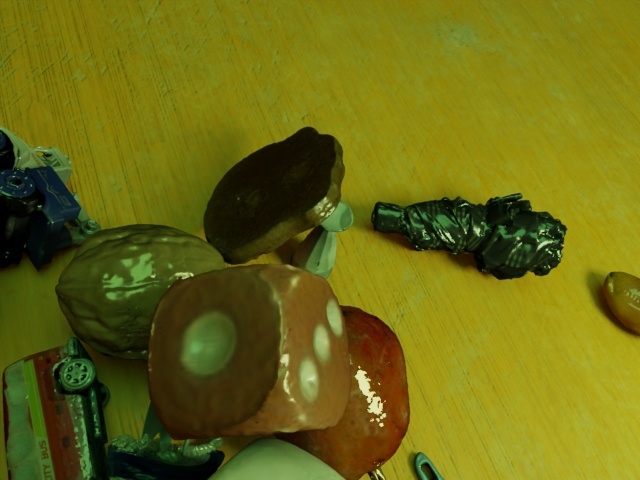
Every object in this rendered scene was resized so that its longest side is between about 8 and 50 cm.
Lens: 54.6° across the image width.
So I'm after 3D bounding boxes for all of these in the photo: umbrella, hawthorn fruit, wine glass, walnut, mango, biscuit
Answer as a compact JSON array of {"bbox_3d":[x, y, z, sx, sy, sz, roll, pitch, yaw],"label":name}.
[{"bbox_3d":[0.258,-0.005,1.106,0.336,0.154,0.128,-1,18,3],"label":"umbrella"},{"bbox_3d":[0.030,0.228,0.836,0.211,0.211,0.299,-17,75,-25],"label":"hawthorn fruit"},{"bbox_3d":[0.000,0.000,0.996,0.073,0.155,0.073,7,54,-10],"label":"wine glass"},{"bbox_3d":[-0.236,0.069,0.860,0.245,0.198,0.198,-3,59,-28],"label":"walnut"},{"bbox_3d":[0.593,0.125,1.137,0.159,0.084,0.105,27,69,26],"label":"mango"},{"bbox_3d":[-0.075,-0.074,0.983,0.257,0.049,0.273,-28,36,15],"label":"biscuit"}]

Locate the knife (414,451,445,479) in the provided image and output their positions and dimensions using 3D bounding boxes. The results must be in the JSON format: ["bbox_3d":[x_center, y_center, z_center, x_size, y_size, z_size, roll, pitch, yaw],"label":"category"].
[{"bbox_3d":[0.221,0.441,0.866,0.044,0.019,0.313,-27,70,-21],"label":"knife"}]

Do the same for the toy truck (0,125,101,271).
[{"bbox_3d":[-0.442,-0.071,0.930,0.177,0.161,0.213,-20,64,-48],"label":"toy truck"}]

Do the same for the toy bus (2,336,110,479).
[{"bbox_3d":[-0.316,0.265,0.764,0.119,0.121,0.265,-13,64,-14],"label":"toy bus"}]

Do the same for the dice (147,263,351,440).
[{"bbox_3d":[-0.073,0.132,0.690,0.175,0.179,0.174,-12,67,21],"label":"dice"}]

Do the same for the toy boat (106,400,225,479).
[{"bbox_3d":[-0.158,0.189,0.774,0.067,0.220,0.291,13,79,28],"label":"toy boat"}]

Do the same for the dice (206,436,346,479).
[{"bbox_3d":[-0.052,0.410,0.629,0.304,0.304,0.277,41,58,11],"label":"dice"}]
